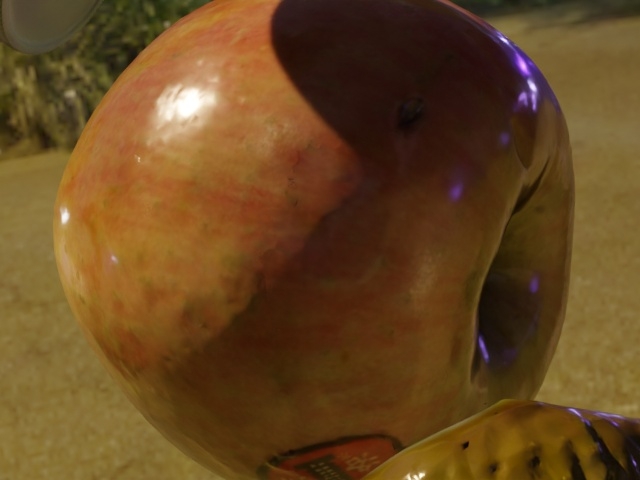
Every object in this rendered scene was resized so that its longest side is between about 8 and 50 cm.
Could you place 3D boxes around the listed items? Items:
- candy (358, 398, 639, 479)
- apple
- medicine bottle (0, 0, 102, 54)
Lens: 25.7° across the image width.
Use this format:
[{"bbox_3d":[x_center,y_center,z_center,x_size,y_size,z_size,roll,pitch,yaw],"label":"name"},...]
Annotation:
[{"bbox_3d":[0.088,0.177,0.706,0.260,0.118,0.260,-11,-30,-6],"label":"candy"},{"bbox_3d":[0.000,0.000,1.020,0.347,0.391,0.391,13,23,31],"label":"apple"},{"bbox_3d":[-0.117,-0.102,0.400,0.118,0.074,0.055,31,34,18],"label":"medicine bottle"}]
